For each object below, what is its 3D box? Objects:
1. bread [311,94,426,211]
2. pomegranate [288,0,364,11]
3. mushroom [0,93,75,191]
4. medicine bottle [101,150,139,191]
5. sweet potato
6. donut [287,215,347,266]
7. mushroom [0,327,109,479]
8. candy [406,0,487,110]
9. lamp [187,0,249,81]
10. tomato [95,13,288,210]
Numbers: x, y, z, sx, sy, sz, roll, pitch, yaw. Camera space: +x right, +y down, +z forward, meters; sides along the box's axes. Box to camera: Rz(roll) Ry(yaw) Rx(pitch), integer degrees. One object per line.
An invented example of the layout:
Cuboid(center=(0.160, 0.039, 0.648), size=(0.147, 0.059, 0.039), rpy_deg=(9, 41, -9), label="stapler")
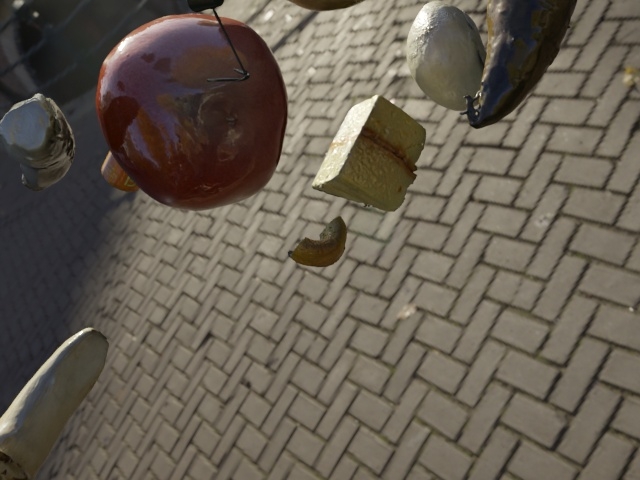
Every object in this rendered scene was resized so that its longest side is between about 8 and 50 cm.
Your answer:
Cuboid(center=(0.119, -0.178, 1.988), size=(0.135, 0.178, 0.240), rpy_deg=(-15, 46, 62), label="bread")
Cuboid(center=(0.023, -0.551, 1.533), size=(0.319, 0.319, 0.319), rpy_deg=(-32, 36, 27), label="pomegranate")
Cuboid(center=(-0.453, -0.153, 1.447), size=(0.109, 0.097, 0.351), rpy_deg=(-45, 1, -15), label="mushroom")
Cuboid(center=(-0.382, -0.201, 1.867), size=(0.192, 0.096, 0.096), rpy_deg=(-55, 27, 29), label="medicine bottle")
Cuboid(center=(0.192, -0.310, 0.858), size=(0.131, 0.131, 0.422), rpy_deg=(-16, 66, 43), label="sweet potato")
Cuboid(center=(0.000, 0.000, 1.180), size=(0.038, 0.083, 0.067), rpy_deg=(130, 140, -59), label="donut")
Cuboid(center=(-0.288, 0.177, 0.905), size=(0.071, 0.084, 0.209), rpy_deg=(-9, 38, 35), label="mushroom")
Cuboid(center=(0.302, -0.436, 2.117), size=(0.185, 0.295, 0.295), rpy_deg=(-27, 37, 12), label="candy")
Cuboid(center=(-0.124, -0.259, 1.108), size=(0.054, 0.121, 0.041), rpy_deg=(7, 33, 37), label="lamp")
Cuboid(center=(-0.198, -0.221, 1.498), size=(0.341, 0.341, 0.273), rpy_deg=(-57, 19, -11), label="tomato")
